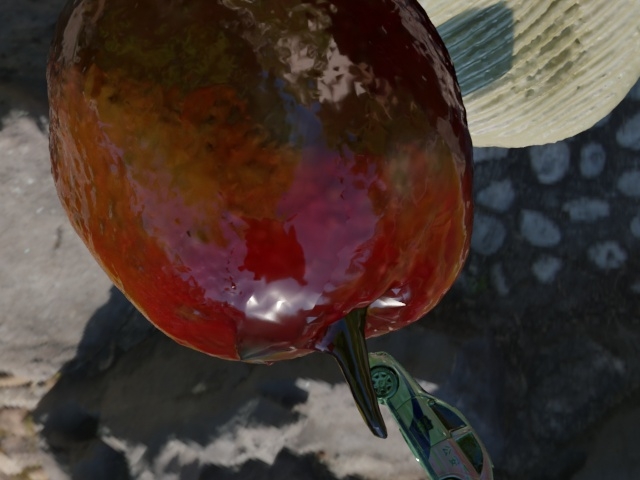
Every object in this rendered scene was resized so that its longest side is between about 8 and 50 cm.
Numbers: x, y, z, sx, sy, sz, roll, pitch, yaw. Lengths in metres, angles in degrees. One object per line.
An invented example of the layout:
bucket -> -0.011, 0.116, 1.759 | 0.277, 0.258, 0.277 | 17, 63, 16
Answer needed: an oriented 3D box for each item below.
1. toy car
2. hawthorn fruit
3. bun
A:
toy car -> 0.123, 0.207, 1.249 | 0.076, 0.090, 0.224 | -33, 75, 2
hawthorn fruit -> -0.027, -0.034, 0.783 | 0.284, 0.284, 0.369 | -37, 63, 23
bun -> 0.218, -0.281, 1.394 | 0.365, 0.219, 0.365 | -8, 134, -8
